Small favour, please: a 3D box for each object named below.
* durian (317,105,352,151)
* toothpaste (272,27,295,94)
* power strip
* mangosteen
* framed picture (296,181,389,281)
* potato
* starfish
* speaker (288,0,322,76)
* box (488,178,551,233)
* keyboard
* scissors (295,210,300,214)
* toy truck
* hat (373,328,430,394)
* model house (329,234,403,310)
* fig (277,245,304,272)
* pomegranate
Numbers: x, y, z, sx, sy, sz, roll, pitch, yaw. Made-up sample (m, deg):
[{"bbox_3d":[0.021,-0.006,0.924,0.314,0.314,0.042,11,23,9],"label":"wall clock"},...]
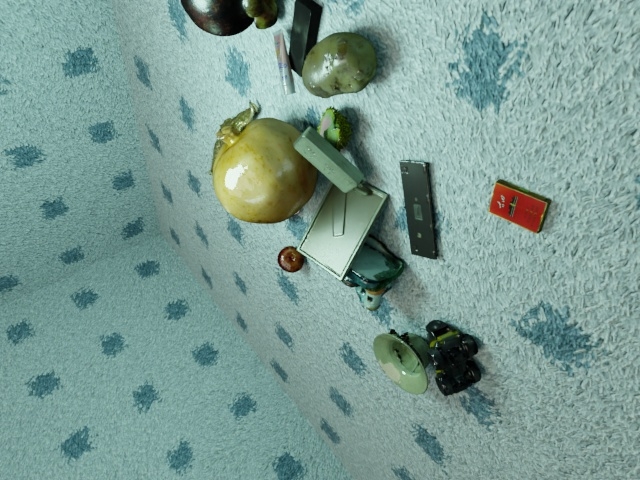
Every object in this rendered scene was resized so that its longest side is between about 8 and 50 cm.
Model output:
[{"bbox_3d":[0.045,-0.342,1.407,0.220,0.095,0.137,139,135,-61],"label":"durian"},{"bbox_3d":[-0.119,-0.577,1.416,0.067,0.042,0.195,16,122,58],"label":"toothpaste"},{"bbox_3d":[0.046,-0.236,1.385,0.288,0.053,0.093,40,153,-13],"label":"power strip"},{"bbox_3d":[-0.288,-0.795,1.337,0.330,0.329,0.331,36,142,35],"label":"mangosteen"},{"bbox_3d":[0.067,-0.055,1.481,0.240,0.020,0.325,32,97,38],"label":"framed picture"},{"bbox_3d":[0.045,-0.490,1.221,0.262,0.164,0.165,13,126,47],"label":"potato"},{"bbox_3d":[-0.396,-0.418,1.909,0.431,0.082,0.325,10,92,54],"label":"starfish"},{"bbox_3d":[-0.054,-0.628,1.352,0.082,0.044,0.218,48,148,21],"label":"speaker"},{"bbox_3d":[0.475,-0.082,1.048,0.133,0.023,0.090,35,139,36],"label":"box"},{"bbox_3d":[0.295,-0.090,1.308,0.106,0.027,0.318,17,130,45],"label":"keyboard"},{"bbox_3d":[-0.168,-0.140,1.811,0.175,0.022,0.086,-9,102,18],"label":"scissors"},{"bbox_3d":[0.419,0.382,1.435,0.165,0.147,0.225,-128,18,-66],"label":"toy truck"},{"bbox_3d":[0.326,0.416,1.591,0.257,0.130,0.258,35,141,35],"label":"hat"},{"bbox_3d":[0.155,0.142,1.579,0.253,0.184,0.291,35,146,31],"label":"model house"},{"bbox_3d":[-0.146,0.083,2.030,0.150,0.128,0.129,24,135,53],"label":"fig"},{"bbox_3d":[-0.211,-0.252,1.562,0.411,0.411,0.412,36,142,35],"label":"pomegranate"}]
